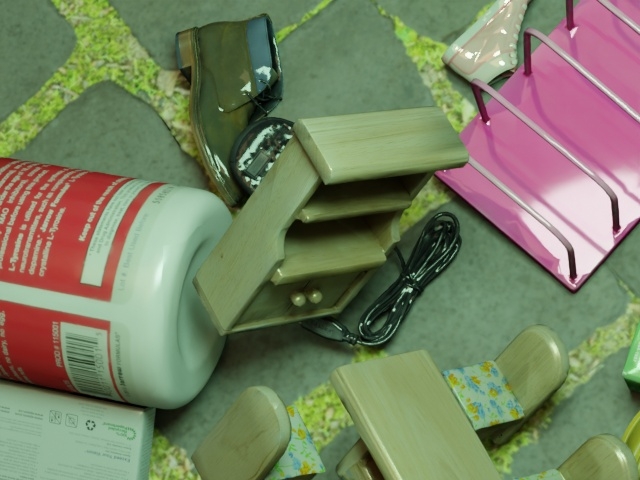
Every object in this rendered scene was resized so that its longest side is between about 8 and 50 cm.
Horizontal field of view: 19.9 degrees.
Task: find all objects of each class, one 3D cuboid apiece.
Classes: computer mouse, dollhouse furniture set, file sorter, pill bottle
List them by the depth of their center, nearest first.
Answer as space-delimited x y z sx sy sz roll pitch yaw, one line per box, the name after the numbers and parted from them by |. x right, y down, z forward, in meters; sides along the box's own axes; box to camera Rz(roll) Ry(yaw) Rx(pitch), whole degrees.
0.079 0.110 1.667 0.394 0.362 0.256 60 137 24 | dollhouse furniture set
0.272 -0.135 1.823 0.202 0.182 0.291 41 86 15 | file sorter
-0.310 0.031 1.896 0.407 0.229 0.229 10 76 16 | pill bottle
0.000 0.000 1.920 0.262 0.060 0.184 31 78 5 | computer mouse

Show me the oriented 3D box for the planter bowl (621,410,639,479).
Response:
0.372 0.243 1.697 0.217 0.090 0.217 4 102 20 | planter bowl

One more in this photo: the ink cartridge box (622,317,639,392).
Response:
0.421 0.101 1.774 0.212 0.093 0.154 17 80 19 | ink cartridge box

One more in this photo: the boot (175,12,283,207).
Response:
-0.086 -0.148 1.974 0.106 0.082 0.219 -19 69 10 | boot

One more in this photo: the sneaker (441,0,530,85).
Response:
0.199 -0.217 1.946 0.070 0.051 0.134 44 82 9 | sneaker

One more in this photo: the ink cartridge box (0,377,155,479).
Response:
-0.290 0.262 1.907 0.223 0.045 0.224 10 96 16 | ink cartridge box
